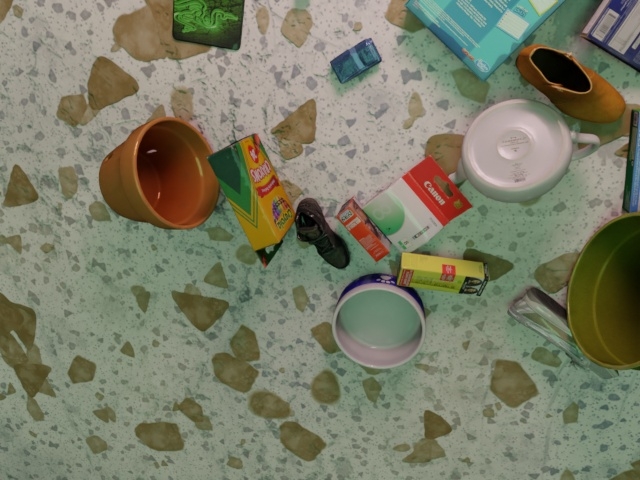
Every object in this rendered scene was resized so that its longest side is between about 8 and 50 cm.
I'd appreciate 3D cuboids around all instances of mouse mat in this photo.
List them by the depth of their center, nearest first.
[{"bbox_3d":[-0.287,-0.578,1.235,0.190,0.007,0.152,12,113,7],"label":"mouse mat"}]

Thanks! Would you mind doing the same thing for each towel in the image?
[{"bbox_3d":[0.086,-0.444,1.200,0.119,0.029,0.067,-25,103,19],"label":"towel"}]

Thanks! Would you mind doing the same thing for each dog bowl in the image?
[{"bbox_3d":[0.169,0.232,1.401,0.265,0.104,0.264,4,111,9],"label":"dog bowl"}]

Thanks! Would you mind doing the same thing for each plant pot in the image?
[{"bbox_3d":[0.853,0.151,1.131,0.353,0.366,0.366,13,113,-7],"label":"plant pot"},{"bbox_3d":[-0.442,-0.164,1.294,0.204,0.291,0.290,-6,110,31],"label":"plant pot"}]

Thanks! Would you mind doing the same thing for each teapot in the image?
[{"bbox_3d":[0.465,-0.197,1.142,0.256,0.187,0.252,39,98,26],"label":"teapot"}]

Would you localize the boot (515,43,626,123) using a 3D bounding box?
[{"bbox_3d":[0.558,-0.328,1.052,0.295,0.211,0.104,30,114,-1],"label":"boot"}]

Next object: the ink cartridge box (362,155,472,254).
[{"bbox_3d":[0.250,-0.084,1.269,0.181,0.056,0.225,48,127,-8],"label":"ink cartridge box"}]

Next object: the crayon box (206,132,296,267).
[{"bbox_3d":[-0.161,-0.111,1.284,0.081,0.202,0.318,-20,107,17],"label":"crayon box"}]

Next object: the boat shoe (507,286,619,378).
[{"bbox_3d":[0.662,0.263,1.315,0.320,0.118,0.103,39,119,-1],"label":"boat shoe"}]

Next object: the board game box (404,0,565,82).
[{"bbox_3d":[0.392,-0.560,1.043,0.254,0.079,0.336,42,121,-7],"label":"board game box"}]

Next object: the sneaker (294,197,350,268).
[{"bbox_3d":[0.000,0.000,1.334,0.087,0.130,0.227,-25,106,21],"label":"sneaker"}]

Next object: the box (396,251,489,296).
[{"bbox_3d":[0.329,0.092,1.316,0.232,0.058,0.087,9,140,2],"label":"box"}]

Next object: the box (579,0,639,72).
[{"bbox_3d":[0.693,-0.457,1.049,0.225,0.036,0.136,21,114,-16],"label":"box"}]

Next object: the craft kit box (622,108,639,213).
[{"bbox_3d":[0.859,-0.192,1.131,0.247,0.061,0.249,-1,110,14],"label":"craft kit box"}]

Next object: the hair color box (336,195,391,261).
[{"bbox_3d":[0.122,-0.033,1.314,0.053,0.093,0.167,-40,99,25],"label":"hair color box"}]
